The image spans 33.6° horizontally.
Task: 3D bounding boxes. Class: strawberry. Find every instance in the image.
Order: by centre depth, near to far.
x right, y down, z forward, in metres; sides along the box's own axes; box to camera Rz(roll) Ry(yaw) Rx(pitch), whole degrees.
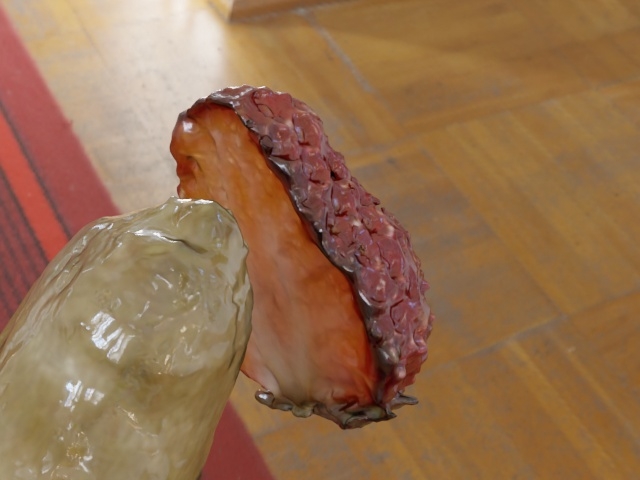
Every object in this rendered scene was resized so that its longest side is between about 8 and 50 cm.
[{"bbox_3d":[0.000,0.000,0.669,0.111,0.236,0.190,-34,31,-33],"label":"strawberry"}]

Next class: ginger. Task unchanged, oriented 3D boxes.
[{"bbox_3d":[-0.092,0.063,0.450,0.115,0.122,0.193,23,48,-10],"label":"ginger"}]
